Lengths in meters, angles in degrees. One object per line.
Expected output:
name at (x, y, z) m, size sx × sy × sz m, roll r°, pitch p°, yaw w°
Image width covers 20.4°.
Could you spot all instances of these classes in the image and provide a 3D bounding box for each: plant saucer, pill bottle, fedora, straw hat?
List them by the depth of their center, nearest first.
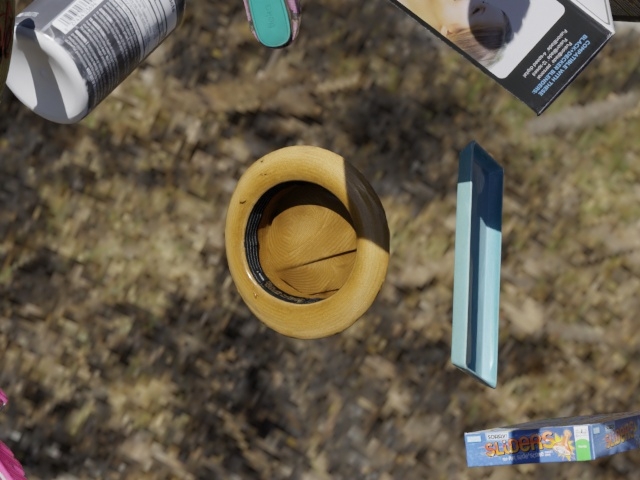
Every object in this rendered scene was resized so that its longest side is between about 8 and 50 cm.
plant saucer at (0.126, 0.020, 1.429) m, size 0.067 × 0.018 × 0.192 m, roll 35°, pitch 52°, yaw -56°
fedora at (0.000, 0.000, 1.667) m, size 0.079 × 0.194 × 0.194 m, roll -7°, pitch 50°, yaw -52°
straw hat at (-0.349, -0.200, 1.790) m, size 0.061 × 0.144 × 0.144 m, roll 8°, pitch 41°, yaw -2°
pill bottle at (-0.236, -0.247, 1.962) m, size 0.130 × 0.130 × 0.246 m, roll 35°, pitch 54°, yaw 7°

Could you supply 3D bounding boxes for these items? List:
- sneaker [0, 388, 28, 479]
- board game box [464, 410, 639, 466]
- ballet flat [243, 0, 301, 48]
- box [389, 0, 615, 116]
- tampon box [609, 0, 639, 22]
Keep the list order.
sneaker at (-0.253, 0.117, 1.051) m, size 0.103 × 0.111 × 0.252 m, roll 45°, pitch 1°, yaw -21°
board game box at (0.249, 0.198, 1.787) m, size 0.201 × 0.136 × 0.035 m, roll 1°, pitch 82°, yaw -60°
ballet flat at (-0.067, -0.329, 2.049) m, size 0.077 × 0.221 × 0.079 m, roll -7°, pitch 32°, yaw 13°
box at (0.079, -0.236, 1.317) m, size 0.290 × 0.087 × 0.169 m, roll 37°, pitch 25°, yaw -13°
tampon box at (0.342, -0.291, 1.781) m, size 0.161 × 0.120 × 0.101 m, roll 11°, pitch -17°, yaw 44°
